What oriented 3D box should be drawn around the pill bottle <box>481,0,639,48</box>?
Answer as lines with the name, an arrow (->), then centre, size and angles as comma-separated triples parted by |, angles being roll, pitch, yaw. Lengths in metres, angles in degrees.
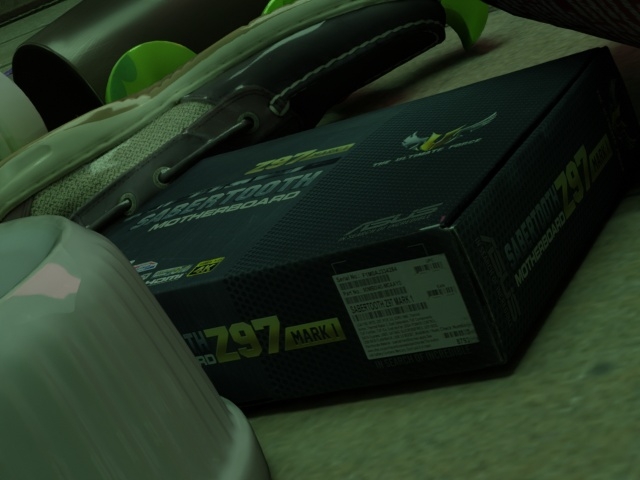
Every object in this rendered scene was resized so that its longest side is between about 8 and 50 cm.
pill bottle -> 0.150, -0.191, 0.581 | 0.224, 0.224, 0.392 | -29, 26, -13

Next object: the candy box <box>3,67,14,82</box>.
candy box -> -0.245, -0.208, 1.582 | 0.165, 0.070, 0.196 | -18, 18, 25

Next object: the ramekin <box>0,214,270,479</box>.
ramekin -> -0.130, 0.077, 0.457 | 0.207, 0.109, 0.207 | -23, 17, 7

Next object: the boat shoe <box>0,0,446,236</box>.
boat shoe -> -0.052, -0.050, 0.769 | 0.285, 0.092, 0.103 | -27, -10, 6

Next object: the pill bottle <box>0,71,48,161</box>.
pill bottle -> -0.296, -0.006, 0.866 | 0.160, 0.160, 0.283 | -15, 19, 32

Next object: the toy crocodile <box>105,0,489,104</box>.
toy crocodile -> -0.044, -0.097, 0.907 | 0.341, 0.105, 0.115 | -33, -1, -18

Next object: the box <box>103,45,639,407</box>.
box -> 0.000, 0.000, 0.592 | 0.233, 0.059, 0.183 | -12, 19, 34

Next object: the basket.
basket -> -0.102, -0.146, 1.051 | 0.227, 0.154, 0.204 | -38, 24, -28
